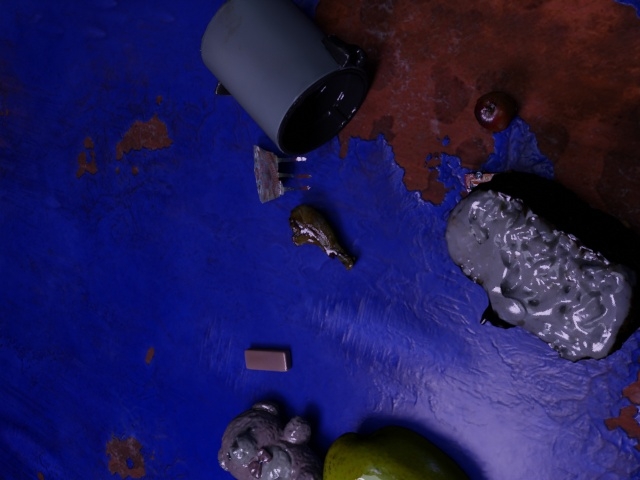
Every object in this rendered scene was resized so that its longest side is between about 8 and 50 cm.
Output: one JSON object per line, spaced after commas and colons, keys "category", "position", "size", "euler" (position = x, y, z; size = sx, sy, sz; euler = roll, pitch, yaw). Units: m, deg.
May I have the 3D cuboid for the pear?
{"category": "pear", "position": [0.117, 0.482, 1.407], "size": [0.292, 0.159, 0.293], "euler": [2, 94, 36]}

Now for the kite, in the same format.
{"category": "kite", "position": [-0.087, -0.141, 1.513], "size": [0.229, 0.016, 0.127], "euler": [2, 107, 58]}

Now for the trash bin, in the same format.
{"category": "trash bin", "position": [-0.072, -0.329, 1.420], "size": [0.263, 0.217, 0.277], "euler": [50, 124, 20]}

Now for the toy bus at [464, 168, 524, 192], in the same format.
{"category": "toy bus", "position": [0.311, -0.103, 1.299], "size": [0.110, 0.031, 0.043], "euler": [3, 102, 33]}

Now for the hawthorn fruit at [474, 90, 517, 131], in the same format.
{"category": "hawthorn fruit", "position": [0.300, -0.224, 1.271], "size": [0.077, 0.077, 0.077], "euler": [3, 96, 33]}

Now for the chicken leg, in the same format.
{"category": "chicken leg", "position": [0.000, 0.000, 1.499], "size": [0.178, 0.070, 0.093], "euler": [39, 114, 13]}

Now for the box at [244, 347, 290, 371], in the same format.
{"category": "box", "position": [-0.116, 0.262, 1.616], "size": [0.115, 0.025, 0.048], "euler": [-3, 97, 34]}

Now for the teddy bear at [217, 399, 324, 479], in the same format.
{"category": "teddy bear", "position": [-0.098, 0.470, 1.551], "size": [0.267, 0.151, 0.236], "euler": [41, 94, 21]}

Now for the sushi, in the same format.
{"category": "sushi", "position": [0.365, 0.041, 1.175], "size": [0.348, 0.207, 0.235], "euler": [42, 130, 24]}
